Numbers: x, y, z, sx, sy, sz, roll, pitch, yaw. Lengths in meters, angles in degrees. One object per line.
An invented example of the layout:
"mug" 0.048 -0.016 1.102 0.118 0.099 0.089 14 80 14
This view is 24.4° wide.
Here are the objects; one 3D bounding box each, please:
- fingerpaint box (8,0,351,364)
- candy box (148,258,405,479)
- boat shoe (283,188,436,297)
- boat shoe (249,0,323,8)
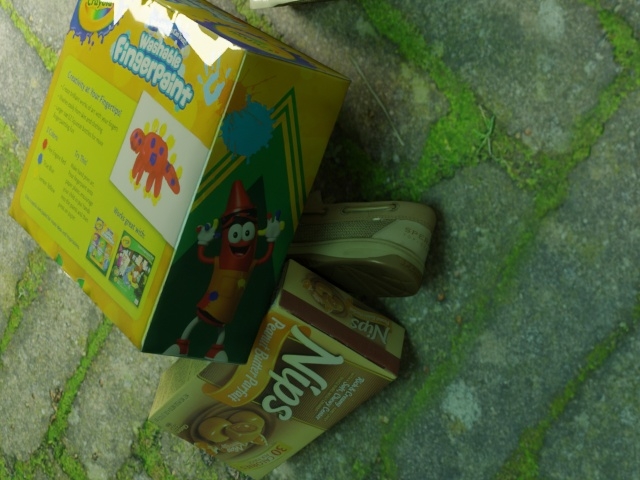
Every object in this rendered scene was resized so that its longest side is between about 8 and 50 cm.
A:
"fingerpaint box" -0.191 -0.109 1.848 0.445 0.163 0.371 35 109 52
"candy box" -0.060 0.173 1.888 0.183 0.088 0.316 32 132 -19
"boat shoe" 0.000 0.000 1.858 0.341 0.121 0.110 4 63 38
"boat shoe" -0.006 -0.327 1.800 0.233 0.084 0.079 5 103 46
